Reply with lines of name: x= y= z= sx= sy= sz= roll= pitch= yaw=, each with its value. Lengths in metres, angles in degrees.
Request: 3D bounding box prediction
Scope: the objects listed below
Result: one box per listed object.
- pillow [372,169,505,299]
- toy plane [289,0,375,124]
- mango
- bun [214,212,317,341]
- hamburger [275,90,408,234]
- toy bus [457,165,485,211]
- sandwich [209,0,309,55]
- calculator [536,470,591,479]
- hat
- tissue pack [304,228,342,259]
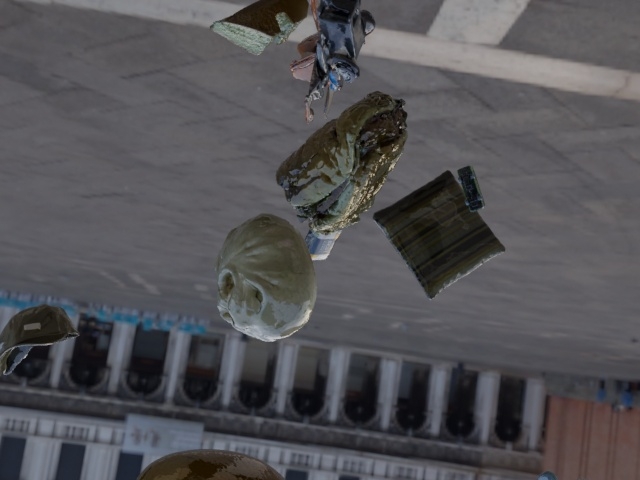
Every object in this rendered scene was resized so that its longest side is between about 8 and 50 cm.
pillow: x=0.243 y=-0.014 z=1.726 sx=0.208 sy=0.212 sz=0.052 roll=-30 pitch=167 yaw=-20
toy plane: x=0.012 y=-0.173 z=0.652 sx=0.062 sy=0.135 sz=0.188 roll=19 pitch=155 yaw=3
mango: x=-0.160 y=0.404 z=1.253 sx=0.211 sy=0.173 sz=0.317 roll=30 pitch=180 yaw=33
bun: x=-0.111 y=0.068 z=1.440 sx=0.133 sy=0.231 sz=0.231 roll=1 pitch=179 yaw=-41
hamburger: x=0.028 y=-0.112 z=1.138 sx=0.130 sy=0.206 sz=0.183 roll=36 pitch=-151 yaw=7
toy bus: x=0.279 y=-0.095 z=1.557 sx=0.031 sy=0.083 sz=0.037 roll=-20 pitch=173 yaw=23
sandwich: x=-0.098 y=-0.430 z=1.654 sx=0.244 sy=0.088 sz=0.090 roll=-35 pitch=-172 yaw=-36
calculator: x=0.469 y=0.510 z=1.406 sx=0.042 sy=0.188 sz=0.302 roll=-14 pitch=-142 yaw=-36
hat: x=-0.569 y=0.177 z=1.594 sx=0.166 sy=0.144 sz=0.173 roll=-31 pitch=159 yaw=-4
tissue pack: x=0.000 y=0.000 z=1.746 sx=0.062 sy=0.083 sz=0.042 roll=0 pitch=-141 yaw=-39
